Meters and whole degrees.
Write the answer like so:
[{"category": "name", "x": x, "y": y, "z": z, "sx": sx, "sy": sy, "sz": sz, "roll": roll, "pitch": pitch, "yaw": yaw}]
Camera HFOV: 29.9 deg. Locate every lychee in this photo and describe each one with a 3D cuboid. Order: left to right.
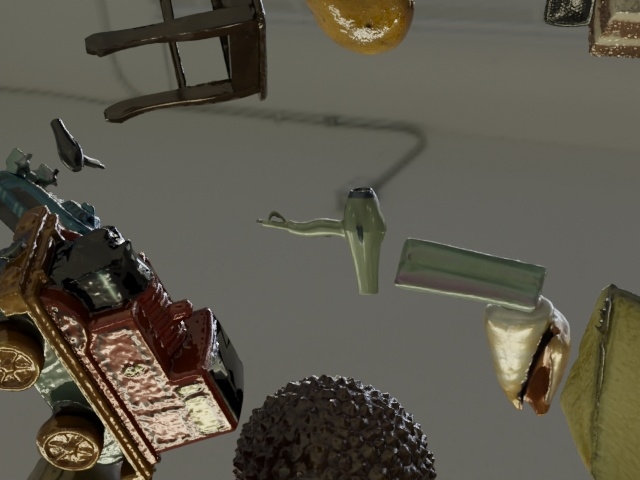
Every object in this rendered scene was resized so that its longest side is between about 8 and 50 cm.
[{"category": "lychee", "x": 0.012, "y": 0.306, "z": 1.522, "sx": 0.267, "sy": 0.267, "sz": 0.267, "roll": -5, "pitch": -156, "yaw": 2}]

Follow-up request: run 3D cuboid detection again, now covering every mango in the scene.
[{"category": "mango", "x": 0.046, "y": -0.348, "z": 1.728, "sx": 0.109, "sy": 0.157, "sz": 0.262, "roll": -17, "pitch": -151, "yaw": -16}]

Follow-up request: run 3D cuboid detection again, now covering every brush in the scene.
[{"category": "brush", "x": 0.316, "y": -0.343, "z": 1.467, "sx": 0.063, "sy": 0.193, "sz": 0.016, "roll": 1, "pitch": -138, "yaw": 0}]

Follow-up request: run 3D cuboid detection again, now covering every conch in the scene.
[{"category": "conch", "x": 0.359, "y": 0.176, "z": 2.066, "sx": 0.158, "sy": 0.255, "sz": 0.127, "roll": 12, "pitch": -135, "yaw": 20}]

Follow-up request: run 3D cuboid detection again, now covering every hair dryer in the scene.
[{"category": "hair dryer", "x": -0.309, "y": -0.114, "z": 1.539, "sx": 0.031, "sy": 0.083, "sz": 0.079, "roll": -35, "pitch": -117, "yaw": 13}, {"category": "hair dryer", "x": 0.013, "y": 0.017, "z": 1.862, "sx": 0.199, "sy": 0.167, "sz": 0.067, "roll": -15, "pitch": -172, "yaw": 16}]

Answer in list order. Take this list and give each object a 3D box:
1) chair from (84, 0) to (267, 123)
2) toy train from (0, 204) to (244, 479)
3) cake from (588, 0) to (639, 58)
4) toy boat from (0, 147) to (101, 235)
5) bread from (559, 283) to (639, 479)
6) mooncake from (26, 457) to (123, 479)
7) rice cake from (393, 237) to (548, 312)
[{"category": "chair", "x": -0.065, "y": -0.241, "z": 1.115, "sx": 0.319, "sy": 0.160, "sz": 0.186, "roll": -12, "pitch": -111, "yaw": -7}, {"category": "toy train", "x": -0.231, "y": 0.130, "z": 1.362, "sx": 0.231, "sy": 0.369, "sz": 0.163, "roll": -17, "pitch": -145, "yaw": 11}, {"category": "cake", "x": 0.501, "y": -0.379, "z": 1.913, "sx": 0.134, "sy": 0.135, "sz": 0.147, "roll": 2, "pitch": 162, "yaw": 3}, {"category": "toy boat", "x": -0.370, "y": -0.038, "z": 1.688, "sx": 0.299, "sy": 0.092, "sz": 0.134, "roll": 33, "pitch": -178, "yaw": 43}, {"category": "bread", "x": 0.495, "y": 0.256, "z": 1.558, "sx": 0.345, "sy": 0.242, "sz": 0.405, "roll": 25, "pitch": -172, "yaw": 6}, {"category": "mooncake", "x": -0.333, "y": 0.347, "z": 1.542, "sx": 0.117, "sy": 0.235, "sz": 0.235, "roll": 29, "pitch": -163, "yaw": -18}, {"category": "rice cake", "x": 0.224, "y": 0.054, "z": 1.792, "sx": 0.221, "sy": 0.042, "sz": 0.080, "roll": 12, "pitch": -122, "yaw": 9}]
